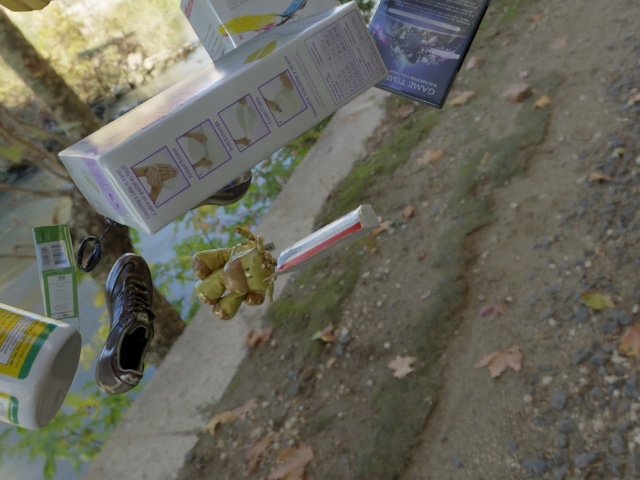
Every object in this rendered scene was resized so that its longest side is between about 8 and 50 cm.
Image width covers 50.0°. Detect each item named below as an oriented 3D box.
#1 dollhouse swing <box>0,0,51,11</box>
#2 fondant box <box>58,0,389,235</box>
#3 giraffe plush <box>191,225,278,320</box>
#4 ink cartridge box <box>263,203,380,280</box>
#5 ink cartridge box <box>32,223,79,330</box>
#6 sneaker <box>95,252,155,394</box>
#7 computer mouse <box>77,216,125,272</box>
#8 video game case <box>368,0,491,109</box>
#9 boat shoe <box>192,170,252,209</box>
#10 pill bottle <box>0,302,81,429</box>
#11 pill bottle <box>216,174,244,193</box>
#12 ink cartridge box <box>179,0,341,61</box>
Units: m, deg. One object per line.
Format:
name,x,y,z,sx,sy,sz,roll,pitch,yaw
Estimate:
dollhouse swing,-0.555,-0.488,1.205,0.346,0.305,0.315,-27,50,19
fondant box,-0.119,-0.146,0.799,0.330,0.096,0.238,-38,24,-20
giraffe plush,-0.157,0.070,1.453,0.210,0.181,0.170,-43,16,-15
ink cartridge box,0.000,0.000,1.271,0.189,0.066,0.232,-29,-10,17
ink cartridge box,-0.493,0.078,1.286,0.062,0.209,0.109,-9,55,-23
sneaker,-0.232,0.099,0.866,0.071,0.066,0.188,-22,57,38
computer mouse,-0.485,-0.027,1.583,0.242,0.071,0.041,-60,9,-26
video game case,0.189,-0.397,1.258,0.196,0.026,0.274,25,92,23
boat shoe,-0.301,-0.178,1.935,0.355,0.132,0.130,-27,-27,-56
pill bottle,-0.379,0.118,0.737,0.208,0.118,0.118,17,33,-1
pill bottle,-0.269,-0.140,1.468,0.186,0.112,0.112,-26,24,-21
ink cartridge box,-0.085,-0.361,1.182,0.197,0.270,0.198,-34,10,-12
